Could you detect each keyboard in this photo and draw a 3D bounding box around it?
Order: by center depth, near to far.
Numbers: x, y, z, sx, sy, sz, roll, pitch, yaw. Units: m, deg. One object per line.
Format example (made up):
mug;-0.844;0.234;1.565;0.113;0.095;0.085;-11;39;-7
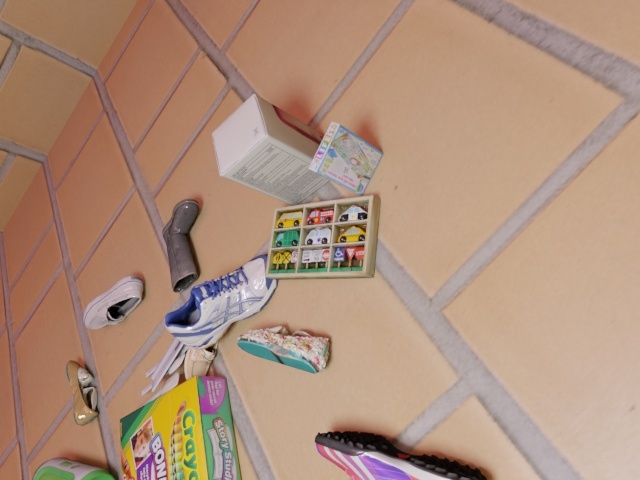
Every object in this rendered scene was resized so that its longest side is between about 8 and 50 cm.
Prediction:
keyboard;-0.368;0.269;1.304;0.256;0.014;0.072;-58;28;2

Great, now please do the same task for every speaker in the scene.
speaker;-0.698;0.694;1.424;0.297;0.131;0.131;-10;69;39

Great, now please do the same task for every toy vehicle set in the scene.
toy vehicle set;0.000;0.000;1.091;0.267;0.035;0.165;-5;72;36

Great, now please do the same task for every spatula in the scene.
spatula;-0.414;0.357;1.326;0.242;0.019;0.168;-41;31;32

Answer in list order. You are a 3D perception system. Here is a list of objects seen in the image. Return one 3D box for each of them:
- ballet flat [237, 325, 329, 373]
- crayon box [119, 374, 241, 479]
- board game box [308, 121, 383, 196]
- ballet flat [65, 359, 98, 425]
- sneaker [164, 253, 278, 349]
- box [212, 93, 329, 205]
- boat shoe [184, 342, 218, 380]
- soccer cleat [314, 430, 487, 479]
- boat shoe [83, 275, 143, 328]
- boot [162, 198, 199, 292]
ballet flat;-0.075;0.224;1.079;0.241;0.091;0.077;6;50;38
crayon box;-0.328;0.541;1.161;0.313;0.106;0.362;-34;56;28
board game box;0.055;-0.163;1.030;0.026;0.154;0.103;31;96;43
ballet flat;-0.743;0.468;1.590;0.073;0.080;0.232;-29;56;-2
sneaker;-0.226;0.134;1.167;0.296;0.131;0.112;-44;49;1
box;-0.099;-0.192;1.122;0.149;0.232;0.126;-34;57;28
boat shoe;-0.289;0.274;1.248;0.059;0.063;0.169;-2;74;47
soccer cleat;0.112;0.397;0.829;0.318;0.109;0.116;2;81;39
boat shoe;-0.641;0.215;1.563;0.268;0.096;0.088;-35;50;18
boot;-0.380;0.013;1.409;0.189;0.076;0.208;-53;40;34
